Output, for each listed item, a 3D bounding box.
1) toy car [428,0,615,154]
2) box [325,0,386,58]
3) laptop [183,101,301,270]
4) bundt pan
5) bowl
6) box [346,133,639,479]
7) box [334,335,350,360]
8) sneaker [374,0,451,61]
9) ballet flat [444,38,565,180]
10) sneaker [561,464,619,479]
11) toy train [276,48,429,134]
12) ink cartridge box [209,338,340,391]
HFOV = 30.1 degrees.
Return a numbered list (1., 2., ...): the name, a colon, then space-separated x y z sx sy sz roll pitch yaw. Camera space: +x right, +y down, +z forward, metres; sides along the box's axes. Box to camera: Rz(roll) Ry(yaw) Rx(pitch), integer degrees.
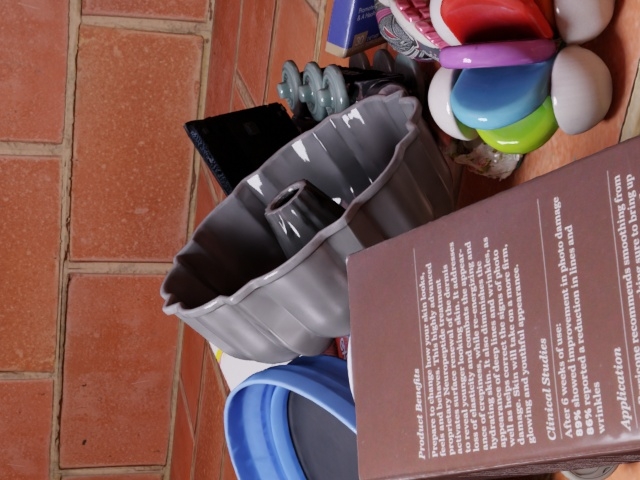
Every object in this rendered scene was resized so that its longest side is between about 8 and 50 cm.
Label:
1. toy car: 0.156 -0.165 1.005 0.159 0.136 0.182 2 91 33
2. box: 0.074 -0.340 1.429 0.036 0.136 0.225 27 125 28
3. laptop: -0.049 -0.040 1.491 0.136 0.264 0.234 -43 75 40
4. bundt pan: 0.000 0.000 1.207 0.124 0.331 0.331 51 177 -20
5. bowl: 0.055 0.285 1.199 0.391 0.077 0.391 37 146 31
6. box: 0.175 0.064 0.835 0.381 0.143 0.191 -23 66 54
7. box: 0.097 0.111 1.304 0.257 0.128 0.122 -106 22 -48
8. sneaker: 0.127 -0.238 1.274 0.299 0.121 0.112 -105 6 -66
9. ballet flat: 0.177 -0.158 1.127 0.091 0.077 0.241 -106 23 -51
10. sneaker: 0.209 0.103 1.028 0.118 0.083 0.222 91 173 -71
11. toy train: 0.046 -0.143 1.527 0.334 0.142 0.190 -150 49 -70
12. ink cartridge box: -0.067 0.101 1.444 0.134 0.078 0.231 -54 47 27
